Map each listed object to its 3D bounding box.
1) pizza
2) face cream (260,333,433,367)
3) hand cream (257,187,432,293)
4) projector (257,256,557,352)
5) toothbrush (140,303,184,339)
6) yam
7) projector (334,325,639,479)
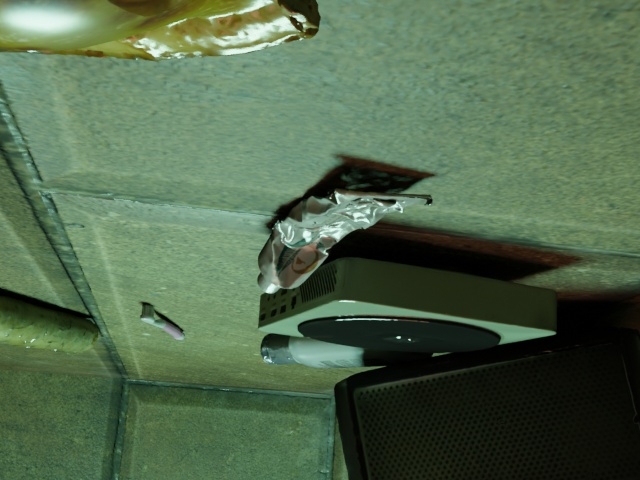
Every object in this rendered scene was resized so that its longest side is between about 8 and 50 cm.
[{"bbox_3d":[-0.128,-0.106,0.328,0.204,0.081,0.188,-2,164,27],"label":"pizza"},{"bbox_3d":[0.029,0.165,1.322,0.291,0.071,0.144,-10,161,39],"label":"face cream"},{"bbox_3d":[0.000,-0.004,0.745,0.084,0.050,0.257,7,159,-21],"label":"hand cream"},{"bbox_3d":[0.089,0.074,0.946,0.259,0.079,0.257,9,164,-22],"label":"projector"},{"bbox_3d":[-0.260,0.139,1.398,0.020,0.025,0.286,1,166,2],"label":"toothbrush"},{"bbox_3d":[-0.470,0.121,1.278,0.083,0.083,0.371,-3,164,23],"label":"yam"},{"bbox_3d":[0.255,0.280,1.211,0.405,0.242,0.395,-12,168,10],"label":"projector"}]
